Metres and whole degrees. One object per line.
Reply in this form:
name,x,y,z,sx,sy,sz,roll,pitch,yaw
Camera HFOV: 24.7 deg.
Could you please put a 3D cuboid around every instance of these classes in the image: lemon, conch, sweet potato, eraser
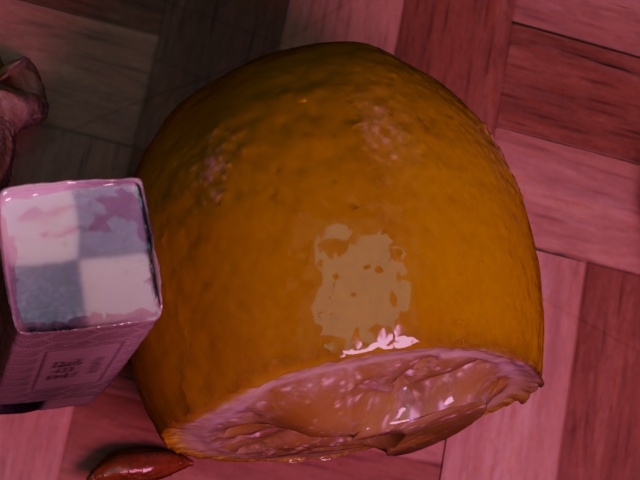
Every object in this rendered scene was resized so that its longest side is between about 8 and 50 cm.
lemon,0.000,0.000,1.170,0.364,0.364,0.364,3,76,-13
conch,-0.319,-0.102,1.213,0.178,0.163,0.245,57,40,-13
sweet potato,-0.154,0.193,1.244,0.095,0.034,0.034,-3,78,-26
eraser,-0.196,0.056,1.068,0.098,0.404,0.096,-6,77,-16
